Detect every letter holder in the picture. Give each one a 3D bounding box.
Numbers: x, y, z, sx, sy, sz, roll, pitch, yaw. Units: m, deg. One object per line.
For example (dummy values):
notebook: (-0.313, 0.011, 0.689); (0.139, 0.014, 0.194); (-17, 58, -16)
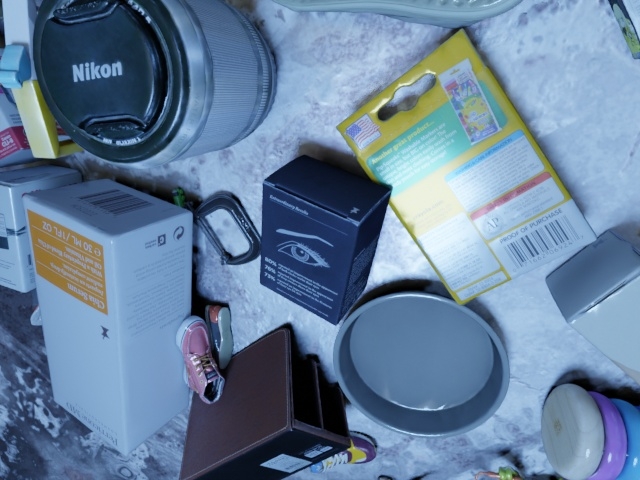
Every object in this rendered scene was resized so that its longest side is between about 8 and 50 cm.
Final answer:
letter holder: (-0.115, 0.338, 0.820); (0.302, 0.214, 0.152); (-37, 127, 24)

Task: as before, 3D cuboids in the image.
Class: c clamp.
c clamp: (-0.188, -0.015, 0.763); (0.137, 0.022, 0.160); (-33, 104, 15)

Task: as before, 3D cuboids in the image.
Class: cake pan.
cake pan: (0.170, 0.213, 0.727); (0.294, 0.054, 0.292); (5, 110, 14)

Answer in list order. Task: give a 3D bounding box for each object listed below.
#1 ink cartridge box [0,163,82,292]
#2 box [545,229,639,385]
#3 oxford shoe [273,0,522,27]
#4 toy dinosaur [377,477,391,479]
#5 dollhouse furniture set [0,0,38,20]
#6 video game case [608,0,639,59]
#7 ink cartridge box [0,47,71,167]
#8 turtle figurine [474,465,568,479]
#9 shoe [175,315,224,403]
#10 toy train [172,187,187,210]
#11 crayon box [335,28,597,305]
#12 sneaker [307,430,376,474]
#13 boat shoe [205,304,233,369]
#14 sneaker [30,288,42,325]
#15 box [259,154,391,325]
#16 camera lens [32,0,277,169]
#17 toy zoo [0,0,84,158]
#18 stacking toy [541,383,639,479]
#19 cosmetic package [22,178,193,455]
ink cartridge box: (-0.543, -0.030, 0.795); (0.087, 0.153, 0.208); (15, 112, 12)
box: (0.481, 0.142, 0.562); (0.311, 0.148, 0.121); (41, 115, 1)
oxford shoe: (0.053, -0.367, 0.522); (0.450, 0.130, 0.169); (25, 121, 22)
toy dinosaur: (0.166, 0.520, 0.851); (0.093, 0.053, 0.183); (17, 121, -7)
dollhouse furniture set: (-0.490, -0.456, 0.675); (0.302, 0.151, 0.197); (-14, 126, 3)
video game case: (0.433, -0.358, 0.451); (0.232, 0.042, 0.210); (-28, 99, 23)
ink cartridge box: (-0.561, -0.233, 0.739); (0.128, 0.128, 0.176); (-17, 104, 21)
turtle figurine: (0.422, 0.475, 0.731); (0.217, 0.087, 0.269); (-39, 87, 17)
shoe: (-0.222, 0.229, 0.786); (0.081, 0.064, 0.177); (30, 127, 33)
toy train: (-0.259, -0.057, 0.772); (0.017, 0.023, 0.083); (-5, 108, 18)
crayon box: (0.201, -0.092, 0.593); (0.203, 0.083, 0.322); (-33, 98, 24)
sneaker: (0.018, 0.435, 0.835); (0.186, 0.084, 0.069); (-3, 108, 18)
boat shoe: (-0.207, 0.194, 0.834); (0.043, 0.049, 0.136); (6, 108, 18)
sneaker: (-0.619, 0.123, 0.935); (0.065, 0.061, 0.157); (45, 117, 27)
box: (0.000, 0.000, 0.627); (0.153, 0.108, 0.206); (27, 132, 19)
camera lens: (-0.198, -0.222, 0.557); (0.220, 0.274, 0.219); (5, 111, 15)
toy zoo: (-0.349, -0.228, 0.591); (0.030, 0.293, 0.192); (3, 111, -1)
stacking toy: (0.533, 0.321, 0.633); (0.331, 0.141, 0.141); (10, 112, 5)
cosmetic package: (-0.380, 0.139, 0.773); (0.230, 0.162, 0.452); (20, 116, 23)
